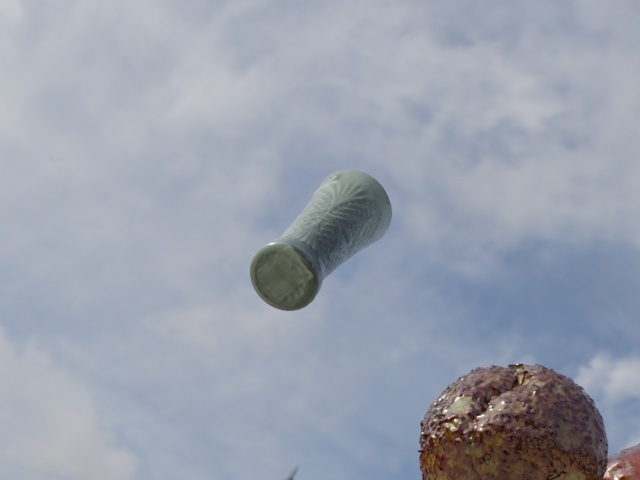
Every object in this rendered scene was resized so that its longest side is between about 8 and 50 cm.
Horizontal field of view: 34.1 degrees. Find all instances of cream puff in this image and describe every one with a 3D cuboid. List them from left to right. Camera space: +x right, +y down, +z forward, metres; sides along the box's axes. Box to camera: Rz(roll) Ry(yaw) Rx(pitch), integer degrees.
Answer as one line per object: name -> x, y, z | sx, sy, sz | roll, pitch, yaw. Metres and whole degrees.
cream puff -> 0.134, 0.138, 0.757 | 0.149, 0.149, 0.085 | 4, -65, 32

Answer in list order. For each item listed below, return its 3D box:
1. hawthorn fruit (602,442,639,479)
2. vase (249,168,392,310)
hawthorn fruit -> 0.269, 0.224, 0.842 | 0.128, 0.128, 0.128 | 19, -36, 15
vase -> 0.000, 0.000, 1.124 | 0.096, 0.219, 0.096 | 8, -67, 19
